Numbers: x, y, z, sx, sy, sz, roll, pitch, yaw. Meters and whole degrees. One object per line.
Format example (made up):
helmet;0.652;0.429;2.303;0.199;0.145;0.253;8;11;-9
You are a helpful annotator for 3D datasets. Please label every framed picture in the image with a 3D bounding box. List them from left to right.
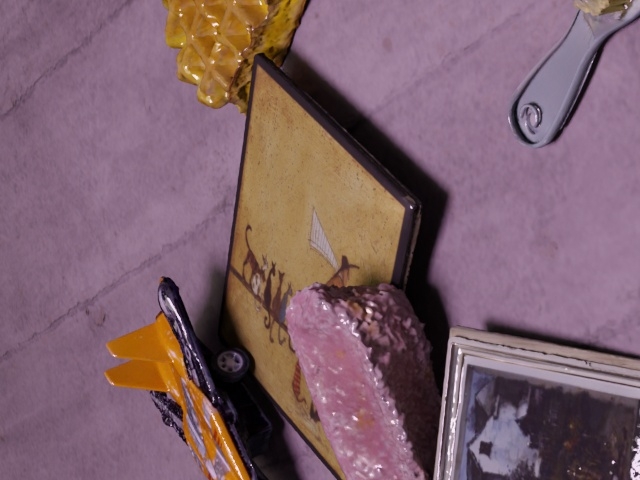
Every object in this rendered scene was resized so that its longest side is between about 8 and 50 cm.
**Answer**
framed picture;-0.011;0.034;1.714;0.255;0.014;0.338;46;139;38
framed picture;0.165;0.225;1.452;0.232;0.019;0.296;7;92;46

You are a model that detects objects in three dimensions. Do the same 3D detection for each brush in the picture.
brush;0.193;-0.169;1.352;0.068;0.060;0.297;56;139;26

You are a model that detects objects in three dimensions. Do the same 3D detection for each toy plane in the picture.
toy plane;-0.082;0.195;1.814;0.316;0.103;0.204;47;149;26

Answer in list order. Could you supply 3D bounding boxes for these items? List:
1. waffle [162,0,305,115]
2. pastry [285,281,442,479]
waffle;-0.100;-0.251;1.754;0.219;0.057;0.229;59;141;28
pastry;0.055;0.156;1.587;0.103;0.112;0.265;-7;97;48
